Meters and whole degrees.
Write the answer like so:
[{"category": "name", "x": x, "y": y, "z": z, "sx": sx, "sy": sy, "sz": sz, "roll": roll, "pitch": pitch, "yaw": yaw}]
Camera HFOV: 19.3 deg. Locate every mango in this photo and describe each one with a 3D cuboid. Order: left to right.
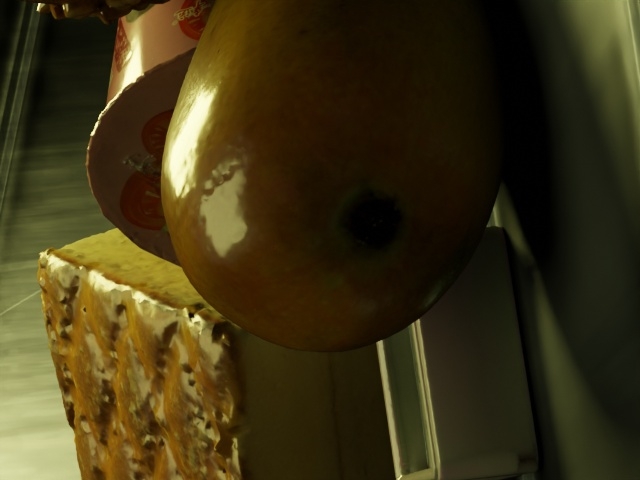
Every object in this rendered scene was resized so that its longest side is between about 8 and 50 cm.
[{"category": "mango", "x": 0.006, "y": -0.078, "z": 1.066, "sx": 0.211, "sy": 0.173, "sz": 0.317, "roll": -53, "pitch": 25, "yaw": 33}]

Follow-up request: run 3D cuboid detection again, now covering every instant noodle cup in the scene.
[{"category": "instant noodle cup", "x": -0.049, "y": -0.134, "z": 1.372, "sx": 0.243, "sy": 0.243, "sz": 0.231, "roll": 89, "pitch": 177, "yaw": -50}]

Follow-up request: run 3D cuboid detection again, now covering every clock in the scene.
[{"category": "clock", "x": 0.080, "y": 0.081, "z": 1.178, "sx": 0.197, "sy": 0.063, "sz": 0.150, "roll": 118, "pitch": 144, "yaw": -80}]

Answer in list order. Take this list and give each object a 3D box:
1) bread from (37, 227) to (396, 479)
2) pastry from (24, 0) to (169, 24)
[{"category": "bread", "x": -0.064, "y": 0.130, "z": 1.520, "sx": 0.279, "sy": 0.207, "sz": 0.279, "roll": 15, "pitch": 120, "yaw": 50}, {"category": "pastry", "x": -0.107, "y": -0.322, "z": 1.218, "sx": 0.245, "sy": 0.409, "sz": 0.409, "roll": 38, "pitch": -161, "yaw": -28}]
